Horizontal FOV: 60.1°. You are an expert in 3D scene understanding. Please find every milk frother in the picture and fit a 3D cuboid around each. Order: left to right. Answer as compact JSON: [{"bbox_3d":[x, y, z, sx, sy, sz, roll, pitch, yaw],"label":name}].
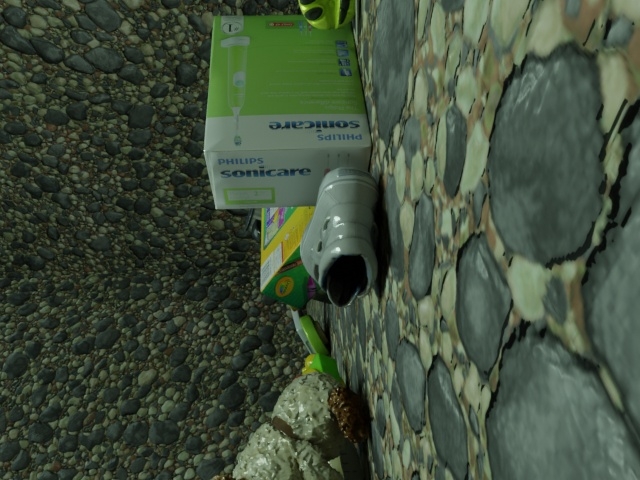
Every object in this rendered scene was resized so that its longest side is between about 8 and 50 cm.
[{"bbox_3d":[-0.087,-0.062,1.240,0.129,0.135,0.143,-112,40,-70],"label":"milk frother"}]

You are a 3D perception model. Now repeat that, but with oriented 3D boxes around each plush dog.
[{"bbox_3d":[-0.036,0.311,0.858,0.262,0.211,0.225,-4,55,58],"label":"plush dog"}]

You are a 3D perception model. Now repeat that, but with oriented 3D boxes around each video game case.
[{"bbox_3d":[-0.036,0.289,1.681,0.183,0.023,0.201,62,180,-22],"label":"video game case"}]

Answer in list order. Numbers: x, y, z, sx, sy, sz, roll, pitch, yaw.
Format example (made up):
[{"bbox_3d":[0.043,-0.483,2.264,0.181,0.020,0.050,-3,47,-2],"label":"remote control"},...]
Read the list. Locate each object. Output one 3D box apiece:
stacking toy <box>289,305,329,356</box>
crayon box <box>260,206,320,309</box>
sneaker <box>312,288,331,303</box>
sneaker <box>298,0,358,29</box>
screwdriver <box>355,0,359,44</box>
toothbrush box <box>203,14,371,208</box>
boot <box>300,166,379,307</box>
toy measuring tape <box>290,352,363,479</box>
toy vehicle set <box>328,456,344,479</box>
[{"bbox_3d":[-0.008,0.178,1.610,0.279,0.131,0.309,62,-179,-3],"label":"stacking toy"},{"bbox_3d":[-0.027,-0.043,0.940,0.165,0.081,0.278,-50,28,30],"label":"crayon box"},{"bbox_3d":[-0.005,0.102,1.228,0.192,0.086,0.064,99,168,-74],"label":"sneaker"},{"bbox_3d":[-0.006,-0.428,0.703,0.123,0.110,0.295,-105,12,-57],"label":"sneaker"},{"bbox_3d":[0.042,-0.326,0.691,0.024,0.025,0.169,-96,6,-46],"label":"screwdriver"},{"bbox_3d":[-0.050,-0.191,0.790,0.122,0.207,0.283,93,173,-53],"label":"toothbrush box"},{"bbox_3d":[0.019,0.030,0.698,0.258,0.095,0.123,96,178,-60],"label":"boot"},{"bbox_3d":[0.005,0.344,1.025,0.330,0.122,0.121,-107,14,-54],"label":"toy measuring tape"},{"bbox_3d":[0.036,0.565,1.282,0.266,0.035,0.165,93,173,-60],"label":"toy vehicle set"}]
